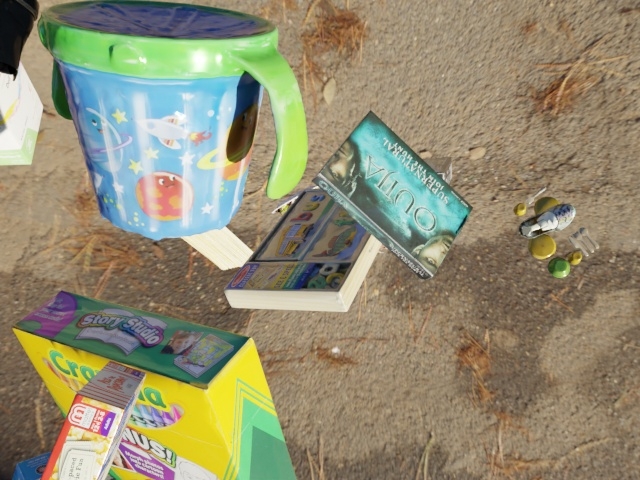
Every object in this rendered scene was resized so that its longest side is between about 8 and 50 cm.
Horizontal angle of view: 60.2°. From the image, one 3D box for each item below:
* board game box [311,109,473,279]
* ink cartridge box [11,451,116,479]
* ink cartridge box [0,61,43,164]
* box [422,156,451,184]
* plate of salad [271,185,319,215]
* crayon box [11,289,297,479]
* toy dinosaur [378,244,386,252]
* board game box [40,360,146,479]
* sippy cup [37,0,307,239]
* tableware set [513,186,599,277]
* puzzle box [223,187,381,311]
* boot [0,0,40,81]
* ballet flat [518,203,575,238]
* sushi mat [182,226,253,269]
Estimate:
[{"bbox_3d":[0.094,-0.057,0.684,0.186,0.026,0.126,41,61,-8],"label":"board game box"},{"bbox_3d":[-0.435,0.474,0.981,0.203,0.148,0.086,45,119,30],"label":"ink cartridge box"},{"bbox_3d":[-0.784,-0.361,1.297,0.119,0.353,0.207,-2,62,-7],"label":"ink cartridge box"},{"bbox_3d":[0.228,-0.168,1.511,0.242,0.307,0.077,1,106,18],"label":"box"},{"bbox_3d":[-0.074,-0.132,1.872,0.199,0.200,0.048,-29,92,8],"label":"plate of salad"},{"bbox_3d":[-0.231,0.249,0.794,0.362,0.106,0.313,7,126,29],"label":"crayon box"},{"bbox_3d":[0.237,-0.071,1.924,0.295,0.127,0.200,-32,65,-14],"label":"toy dinosaur"},{"bbox_3d":[-0.227,0.224,0.516,0.045,0.147,0.194,21,84,-9],"label":"board game box"},{"bbox_3d":[-0.169,-0.132,0.616,0.240,0.305,0.224,-6,122,-22],"label":"sippy cup"},{"bbox_3d":[0.413,-0.013,1.000,0.104,0.024,0.154,-36,72,-2],"label":"tableware set"},{"bbox_3d":[0.000,0.000,1.215,0.272,0.409,0.052,-3,124,29],"label":"puzzle box"},{"bbox_3d":[-0.519,-0.335,0.799,0.076,0.197,0.137,-12,68,43],"label":"boot"},{"bbox_3d":[0.360,-0.027,0.892,0.041,0.114,0.041,4,74,-16],"label":"ballet flat"},{"bbox_3d":[-0.271,0.011,1.448,0.151,0.316,0.019,-6,63,19],"label":"sushi mat"}]
